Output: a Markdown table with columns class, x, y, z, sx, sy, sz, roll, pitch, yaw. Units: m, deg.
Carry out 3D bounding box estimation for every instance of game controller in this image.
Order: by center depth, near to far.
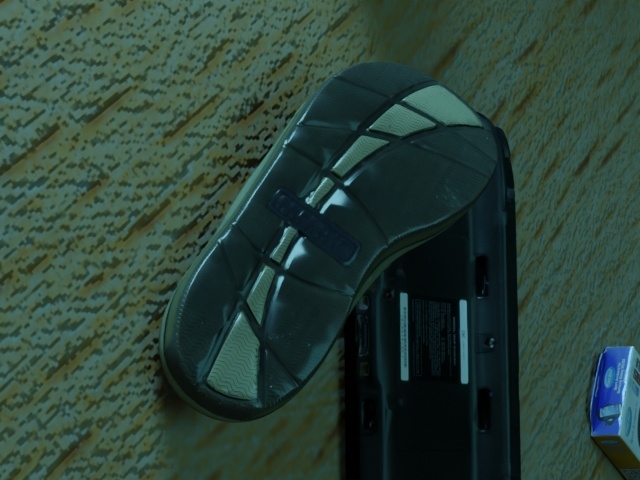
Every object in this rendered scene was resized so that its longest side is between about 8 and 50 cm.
| class | x | y | z | sx | sy | sz | roll | pitch | yaw |
| --- | --- | --- | --- | --- | --- | --- | --- | --- | --- |
| game controller | 0.071 | 0.065 | 1.243 | 0.166 | 0.067 | 0.319 | 7 | 80 | -45 |

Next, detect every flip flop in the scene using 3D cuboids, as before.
| class | x | y | z | sx | sy | sz | roll | pitch | yaw |
| --- | --- | --- | --- | --- | --- | --- | --- | --- | --- |
| flip flop | 0.000 | 0.000 | 1.093 | 0.112 | 0.080 | 0.277 | 39 | 57 | -2 |

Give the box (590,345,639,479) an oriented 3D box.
| class | x | y | z | sx | sy | sz | roll | pitch | yaw |
| --- | --- | --- | --- | --- | --- | --- | --- | --- | --- |
| box | 0.254 | 0.145 | 1.565 | 0.136 | 0.028 | 0.081 | 50 | 45 | -48 |
